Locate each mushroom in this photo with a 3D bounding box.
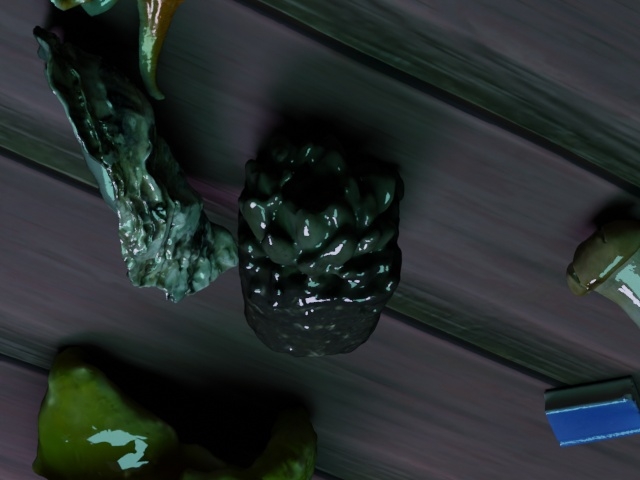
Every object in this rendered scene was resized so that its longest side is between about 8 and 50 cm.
[{"bbox_3d":[0.307,0.051,1.621,0.225,0.093,0.116,22,122,-10],"label":"mushroom"}]

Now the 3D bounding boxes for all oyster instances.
[{"bbox_3d":[-0.146,-0.052,1.454,0.087,0.199,0.252,-34,103,-4],"label":"oyster"}]

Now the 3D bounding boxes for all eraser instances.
[{"bbox_3d":[0.253,0.159,1.793,0.085,0.027,0.063,-12,138,16],"label":"eraser"}]

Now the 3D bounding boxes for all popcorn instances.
[{"bbox_3d":[-0.125,0.277,1.765,0.326,0.290,0.321,-28,135,-9],"label":"popcorn"}]

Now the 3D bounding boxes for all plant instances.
[{"bbox_3d":[0.000,0.000,1.532,0.132,0.129,0.194,1,144,-3],"label":"plant"}]

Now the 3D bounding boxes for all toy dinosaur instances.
[{"bbox_3d":[-0.114,-0.198,1.364,0.142,0.057,0.212,-28,145,11],"label":"toy dinosaur"}]
